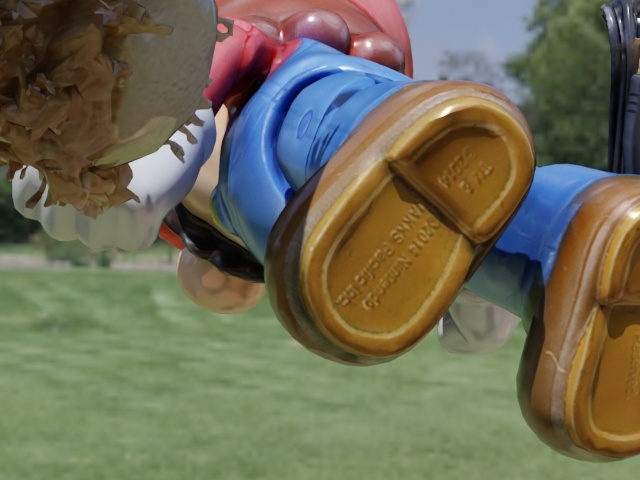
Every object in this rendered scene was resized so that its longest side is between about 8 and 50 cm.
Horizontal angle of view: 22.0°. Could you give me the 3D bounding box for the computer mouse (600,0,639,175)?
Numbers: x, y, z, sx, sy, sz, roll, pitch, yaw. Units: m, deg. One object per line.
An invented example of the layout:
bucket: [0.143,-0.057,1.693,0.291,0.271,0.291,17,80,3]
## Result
computer mouse: [0.125,-0.037,0.594,0.042,0.106,0.193,2,10,23]

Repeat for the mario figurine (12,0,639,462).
mario figurine: [0.000,0.000,0.581,0.170,0.198,0.320,-30,21,-8]

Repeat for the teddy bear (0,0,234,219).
teddy bear: [-0.153,-0.067,0.336,0.338,0.245,0.113,-27,52,-21]
